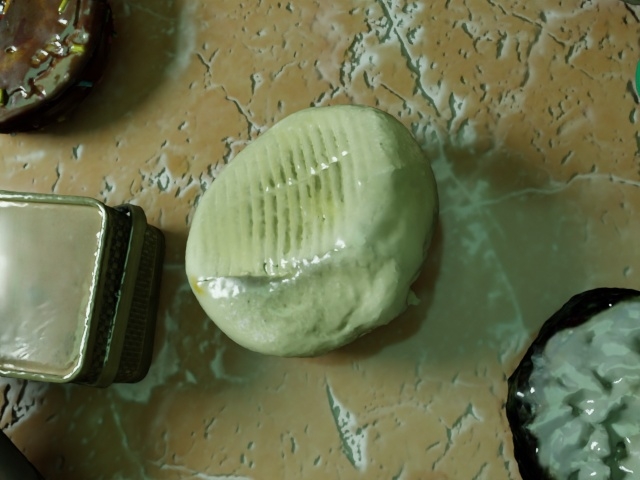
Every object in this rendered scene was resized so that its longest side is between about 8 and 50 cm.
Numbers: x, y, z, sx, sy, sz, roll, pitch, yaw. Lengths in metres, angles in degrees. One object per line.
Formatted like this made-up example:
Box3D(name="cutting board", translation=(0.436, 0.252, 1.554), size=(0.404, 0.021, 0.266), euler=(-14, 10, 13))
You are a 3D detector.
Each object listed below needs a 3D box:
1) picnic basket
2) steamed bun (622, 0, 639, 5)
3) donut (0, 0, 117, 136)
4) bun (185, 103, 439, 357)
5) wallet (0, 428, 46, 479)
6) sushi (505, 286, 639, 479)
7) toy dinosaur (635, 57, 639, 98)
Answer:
Box3D(name="picnic basket", translation=(-0.282, 0.042, 0.715), size=(0.267, 0.139, 0.165), euler=(3, 80, 11))
Box3D(name="steamed bun", translation=(0.253, -0.308, 0.665), size=(0.144, 0.218, 0.210), euler=(3, 84, 33))
Box3D(name="donut", translation=(-0.311, -0.218, 0.796), size=(0.216, 0.096, 0.230), euler=(-43, 75, -2))
Box3D(name="bun", translation=(0.000, 0.000, 0.677), size=(0.230, 0.145, 0.229), euler=(-21, 45, 23))
Box3D(name="wallet", translation=(-0.335, 0.169, 0.655), size=(0.165, 0.042, 0.309), euler=(-22, 113, 23))
Box3D(name="sushi", translation=(0.279, 0.195, 0.566), size=(0.211, 0.171, 0.350), euler=(-41, 75, -1))
Box3D(name="toy dinosaur", translation=(0.323, -0.125, 0.684), size=(0.096, 0.059, 0.132), euler=(10, 72, 21))
